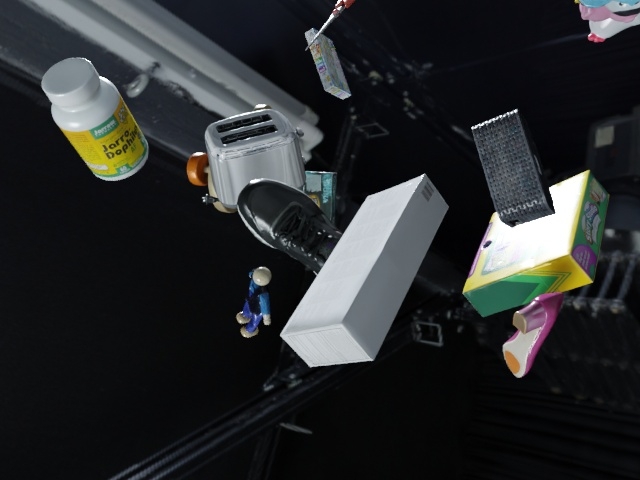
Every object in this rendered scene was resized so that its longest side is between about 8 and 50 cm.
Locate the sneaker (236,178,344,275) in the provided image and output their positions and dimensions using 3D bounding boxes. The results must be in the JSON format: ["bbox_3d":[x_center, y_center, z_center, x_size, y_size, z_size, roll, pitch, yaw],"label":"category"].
[{"bbox_3d":[0.000,0.000,0.914,0.283,0.124,0.107,38,-98,-15],"label":"sneaker"}]

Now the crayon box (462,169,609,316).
[{"bbox_3d":[0.570,0.008,1.540,0.106,0.313,0.363,47,-133,-14],"label":"crayon box"}]

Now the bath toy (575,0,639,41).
[{"bbox_3d":[0.627,-0.519,1.275,0.151,0.129,0.348,49,-156,13],"label":"bath toy"}]

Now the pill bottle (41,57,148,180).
[{"bbox_3d":[-0.392,-0.210,1.024,0.118,0.117,0.208,-60,-22,-25],"label":"pill bottle"}]

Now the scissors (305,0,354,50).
[{"bbox_3d":[0.051,-0.529,1.323,0.021,0.108,0.297,53,-136,-32],"label":"scissors"}]

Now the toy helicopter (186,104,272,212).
[{"bbox_3d":[-0.198,-0.222,1.586,0.235,0.140,0.355,66,-142,-48],"label":"toy helicopter"}]

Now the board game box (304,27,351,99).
[{"bbox_3d":[0.020,-0.427,1.421,0.103,0.026,0.154,-1,-110,-63],"label":"board game box"}]

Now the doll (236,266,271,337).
[{"bbox_3d":[-0.132,0.124,1.216,0.046,0.129,0.189,-5,-42,-25],"label":"doll"}]

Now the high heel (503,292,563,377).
[{"bbox_3d":[0.483,0.215,1.320,0.117,0.082,0.244,-23,-50,-14],"label":"high heel"}]

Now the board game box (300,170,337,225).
[{"bbox_3d":[-0.016,-0.097,1.615,0.026,0.126,0.186,-13,-72,-57],"label":"board game box"}]

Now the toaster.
[{"bbox_3d":[-0.140,-0.164,1.170,0.226,0.129,0.147,-16,-44,-11],"label":"toaster"}]

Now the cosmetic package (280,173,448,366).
[{"bbox_3d":[0.057,0.030,0.660,0.060,0.098,0.239,51,-130,-21],"label":"cosmetic package"}]

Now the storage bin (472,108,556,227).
[{"bbox_3d":[0.342,-0.124,1.029,0.122,0.084,0.180,11,-118,-61],"label":"storage bin"}]
